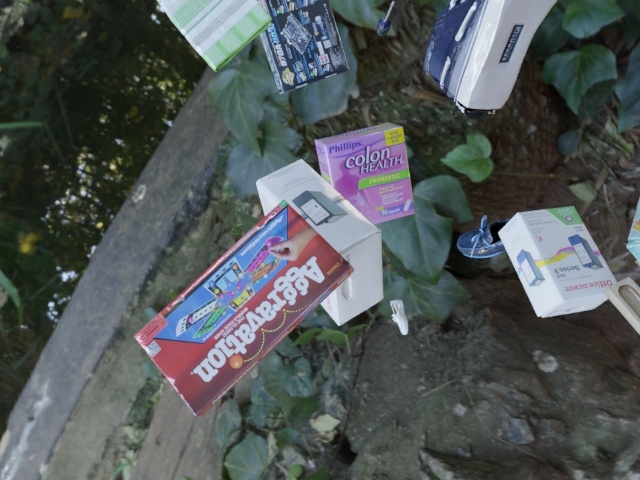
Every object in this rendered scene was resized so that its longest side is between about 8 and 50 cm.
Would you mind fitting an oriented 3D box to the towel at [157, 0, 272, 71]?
[{"bbox_3d":[-0.152,-0.328,0.748,0.113,0.023,0.152,-39,80,7],"label":"towel"}]

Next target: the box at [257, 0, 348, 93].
[{"bbox_3d":[-0.048,-0.478,1.234,0.175,0.220,0.051,-23,18,-12],"label":"box"}]

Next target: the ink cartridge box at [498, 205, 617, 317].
[{"bbox_3d":[0.500,0.042,1.110,0.093,0.154,0.212,114,146,-58],"label":"ink cartridge box"}]

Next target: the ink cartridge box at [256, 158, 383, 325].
[{"bbox_3d":[0.000,0.000,1.035,0.115,0.198,0.273,-28,49,-18],"label":"ink cartridge box"}]

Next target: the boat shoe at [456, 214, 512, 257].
[{"bbox_3d":[0.459,-0.025,1.359,0.258,0.089,0.109,-20,47,45],"label":"boat shoe"}]

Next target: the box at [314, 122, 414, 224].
[{"bbox_3d":[0.120,-0.170,1.411,0.117,0.214,0.242,-129,26,-68],"label":"box"}]

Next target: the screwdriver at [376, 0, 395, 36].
[{"bbox_3d":[0.104,-0.354,0.828,0.024,0.170,0.025,-11,93,3],"label":"screwdriver"}]

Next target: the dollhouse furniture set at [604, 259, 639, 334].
[{"bbox_3d":[0.623,0.071,0.948,0.151,0.123,0.144,-26,59,-5],"label":"dollhouse furniture set"}]

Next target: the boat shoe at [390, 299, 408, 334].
[{"bbox_3d":[0.207,0.205,1.403,0.035,0.035,0.100,112,154,-58],"label":"boat shoe"}]

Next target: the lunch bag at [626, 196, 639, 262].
[{"bbox_3d":[0.589,-0.002,0.752,0.160,0.262,0.223,-22,31,58],"label":"lunch bag"}]

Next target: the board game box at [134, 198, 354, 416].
[{"bbox_3d":[-0.104,0.086,0.720,0.281,0.027,0.145,-43,72,-7],"label":"board game box"}]

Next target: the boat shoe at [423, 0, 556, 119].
[{"bbox_3d":[0.262,-0.372,0.811,0.158,0.127,0.340,57,141,38],"label":"boat shoe"}]
